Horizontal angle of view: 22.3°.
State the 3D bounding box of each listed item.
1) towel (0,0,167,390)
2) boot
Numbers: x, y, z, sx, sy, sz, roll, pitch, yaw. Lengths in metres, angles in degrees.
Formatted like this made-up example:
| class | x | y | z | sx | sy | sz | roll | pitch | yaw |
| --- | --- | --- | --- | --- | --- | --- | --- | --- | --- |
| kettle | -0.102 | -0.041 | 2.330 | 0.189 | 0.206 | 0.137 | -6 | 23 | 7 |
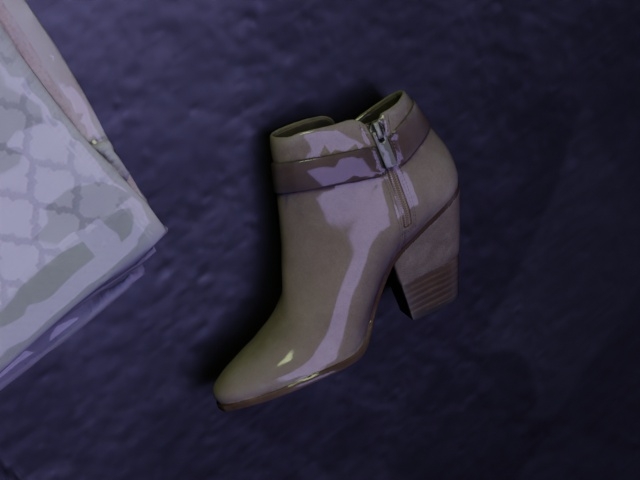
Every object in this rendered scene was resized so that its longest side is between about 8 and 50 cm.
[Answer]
| class | x | y | z | sx | sy | sz | roll | pitch | yaw |
| --- | --- | --- | --- | --- | --- | --- | --- | --- | --- |
| towel | -0.240 | -0.015 | 0.444 | 0.332 | 0.053 | 0.317 | -42 | 120 | -14 |
| boot | 0.000 | 0.000 | 0.596 | 0.118 | 0.042 | 0.087 | -28 | 110 | -21 |
